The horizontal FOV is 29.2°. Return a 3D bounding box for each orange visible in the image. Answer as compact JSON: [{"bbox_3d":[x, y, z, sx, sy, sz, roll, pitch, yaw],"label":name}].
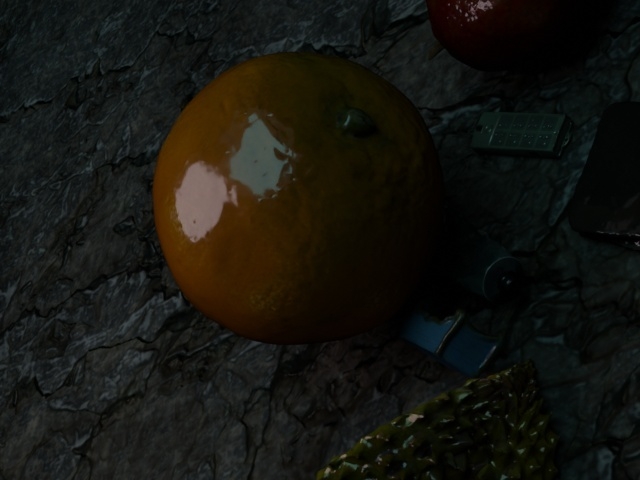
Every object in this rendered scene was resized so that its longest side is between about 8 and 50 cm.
[{"bbox_3d":[-0.020,-0.043,1.269,0.312,0.312,0.312,-23,50,31],"label":"orange"}]

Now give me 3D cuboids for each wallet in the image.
[{"bbox_3d":[0.384,-0.062,1.158,0.309,0.042,0.165,8,68,45],"label":"wallet"}]

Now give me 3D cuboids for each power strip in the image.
[{"bbox_3d":[0.216,-0.117,1.363,0.136,0.019,0.051,10,73,45],"label":"power strip"}]

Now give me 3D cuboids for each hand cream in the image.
[{"bbox_3d":[0.134,-0.004,1.338,0.075,0.052,0.248,-52,42,2],"label":"hand cream"}]

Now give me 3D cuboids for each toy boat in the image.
[{"bbox_3d":[0.129,0.083,1.252,0.077,0.075,0.185,-59,13,-4],"label":"toy boat"}]

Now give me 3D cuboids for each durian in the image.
[{"bbox_3d":[0.089,0.228,1.161,0.260,0.186,0.154,-54,34,20],"label":"durian"}]

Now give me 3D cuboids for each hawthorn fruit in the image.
[{"bbox_3d":[0.200,-0.280,1.371,0.251,0.189,0.189,-30,47,35],"label":"hawthorn fruit"}]
